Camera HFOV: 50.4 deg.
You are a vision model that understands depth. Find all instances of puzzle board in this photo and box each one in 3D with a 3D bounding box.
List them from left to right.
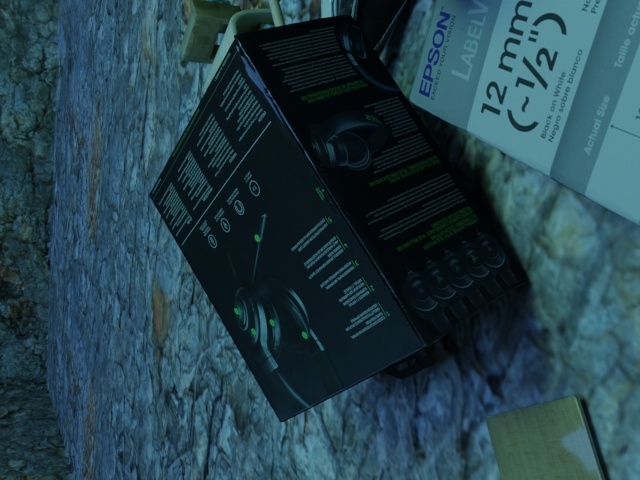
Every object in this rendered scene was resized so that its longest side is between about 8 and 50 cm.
[{"bbox_3d":[0.173,0.186,0.500,0.096,0.011,0.128,-37,60,53],"label":"puzzle board"}]

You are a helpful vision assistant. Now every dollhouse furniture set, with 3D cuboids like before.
[{"bbox_3d":[-0.179,-0.368,0.964,0.184,0.129,0.129,-57,44,44],"label":"dollhouse furniture set"}]

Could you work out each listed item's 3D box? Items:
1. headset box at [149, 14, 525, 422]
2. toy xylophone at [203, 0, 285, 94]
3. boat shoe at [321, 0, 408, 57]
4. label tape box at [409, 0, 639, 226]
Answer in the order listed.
[{"bbox_3d":[0.000,0.000,0.597,0.283,0.131,0.246,58,143,10],"label":"headset box"},{"bbox_3d":[-0.056,-0.155,0.809,0.236,0.081,0.323,-42,56,53],"label":"toy xylophone"},{"bbox_3d":[0.058,-0.259,0.611,0.070,0.078,0.219,40,123,54],"label":"boat shoe"},{"bbox_3d":[0.156,-0.180,0.411,0.347,0.115,0.249,43,127,49],"label":"label tape box"}]
